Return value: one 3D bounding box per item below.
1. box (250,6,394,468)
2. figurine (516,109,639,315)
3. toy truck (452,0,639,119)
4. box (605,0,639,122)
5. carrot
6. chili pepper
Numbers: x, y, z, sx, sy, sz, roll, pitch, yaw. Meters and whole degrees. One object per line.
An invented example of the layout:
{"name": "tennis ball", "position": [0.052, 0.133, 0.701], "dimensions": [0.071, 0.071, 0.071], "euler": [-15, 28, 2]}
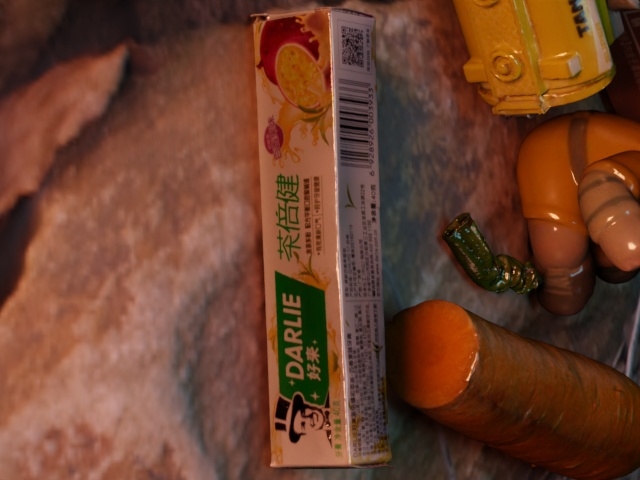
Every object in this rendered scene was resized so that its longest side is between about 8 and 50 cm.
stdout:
{"name": "box", "position": [0.000, 0.000, 0.832], "dimensions": [0.041, 0.050, 0.207], "euler": [1, 86, -53]}
{"name": "figurine", "position": [0.232, -0.037, 0.996], "dimensions": [0.192, 0.257, 0.167], "euler": [20, 73, -60]}
{"name": "toy truck", "position": [0.101, -0.183, 0.959], "dimensions": [0.114, 0.098, 0.227], "euler": [-43, 123, -42]}
{"name": "box", "position": [0.258, -0.261, 1.174], "dimensions": [0.385, 0.122, 0.344], "euler": [61, 41, -32]}
{"name": "carrot", "position": [0.114, 0.085, 0.981], "dimensions": [0.225, 0.067, 0.067], "euler": [25, 66, -50]}
{"name": "chili pepper", "position": [0.091, 0.012, 0.991], "dimensions": [0.083, 0.022, 0.027], "euler": [33, 61, -45]}
